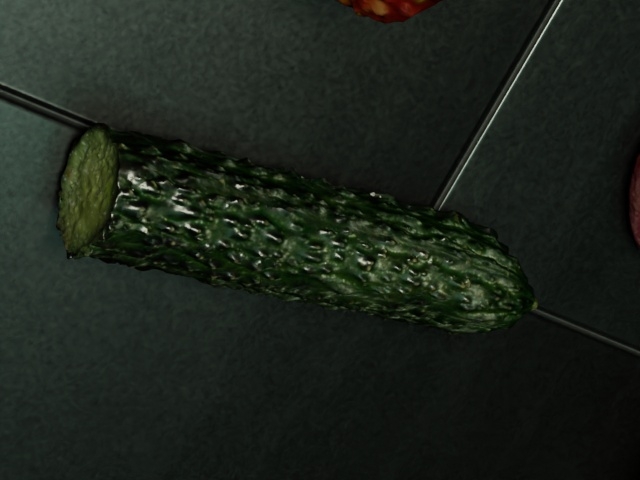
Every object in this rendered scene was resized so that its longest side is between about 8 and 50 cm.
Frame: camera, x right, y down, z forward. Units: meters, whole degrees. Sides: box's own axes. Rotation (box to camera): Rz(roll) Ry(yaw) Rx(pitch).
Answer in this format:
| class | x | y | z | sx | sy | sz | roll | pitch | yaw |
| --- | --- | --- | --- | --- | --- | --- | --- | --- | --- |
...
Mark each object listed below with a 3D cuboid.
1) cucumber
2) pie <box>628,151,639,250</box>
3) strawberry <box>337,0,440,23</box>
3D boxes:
| class | x | y | z | sx | sy | sz | roll | pitch | yaw |
| --- | --- | --- | --- | --- | --- | --- | --- | --- | --- |
| cucumber | 0.000 | 0.000 | 1.282 | 0.359 | 0.096 | 0.096 | 11 | 110 | -29 |
| pie | 0.314 | -0.048 | 1.412 | 0.182 | 0.049 | 0.182 | -12 | 124 | -19 |
| strawberry | 0.069 | -0.314 | 1.079 | 0.292 | 0.292 | 0.343 | -8 | 142 | -19 |
